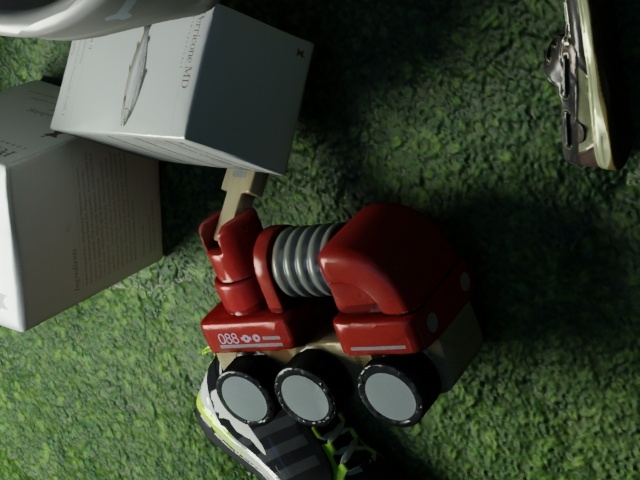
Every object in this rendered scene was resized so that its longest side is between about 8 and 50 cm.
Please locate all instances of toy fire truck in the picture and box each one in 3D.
[{"bbox_3d":[0.000,0.000,1.005,0.217,0.158,0.246,-6,116,37],"label":"toy fire truck"}]

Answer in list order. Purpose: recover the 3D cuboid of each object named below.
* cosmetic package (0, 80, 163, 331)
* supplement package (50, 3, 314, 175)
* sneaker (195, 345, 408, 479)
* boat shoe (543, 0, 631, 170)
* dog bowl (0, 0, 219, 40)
[{"bbox_3d":[-0.254,-0.036,1.126,0.151,0.184,0.151,14,117,30],"label":"cosmetic package"},{"bbox_3d":[-0.109,-0.118,0.996,0.179,0.105,0.105,8,83,46],"label":"supplement package"},{"bbox_3d":[-0.017,0.162,1.107,0.235,0.084,0.097,27,121,24],"label":"sneaker"},{"bbox_3d":[0.174,-0.119,0.871,0.049,0.056,0.152,-2,108,30],"label":"boat shoe"},{"bbox_3d":[-0.184,-0.289,0.818,0.349,0.102,0.348,13,115,30],"label":"dog bowl"}]
